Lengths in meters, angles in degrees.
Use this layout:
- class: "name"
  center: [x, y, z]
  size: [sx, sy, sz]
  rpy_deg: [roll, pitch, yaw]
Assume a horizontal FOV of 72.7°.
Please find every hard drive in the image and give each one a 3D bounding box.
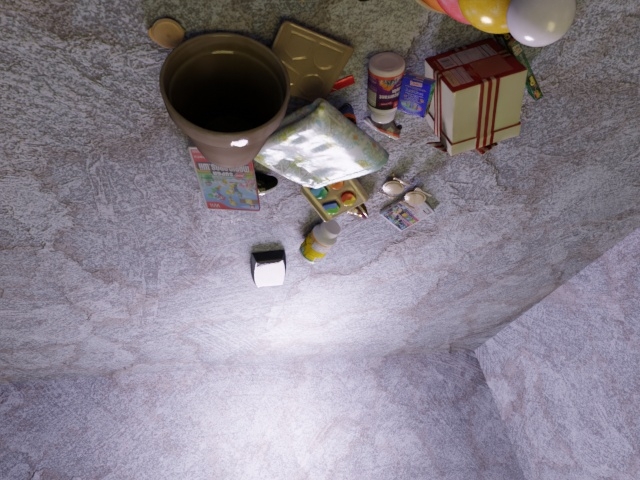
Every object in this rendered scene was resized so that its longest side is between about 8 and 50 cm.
- class: "hard drive"
  center: [-0.247, 0.144, 2.087]
  size: [0.171, 0.054, 0.255]
  rpy_deg: [-5, 144, -10]

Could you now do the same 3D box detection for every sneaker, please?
- class: "sneaker"
  center: [0.127, -0.139, 1.802]
  size: [0.083, 0.070, 0.185]
  rpy_deg: [-30, 133, 22]
- class: "sneaker"
  center: [0.215, -0.401, 1.486]
  size: [0.157, 0.061, 0.065]
  rpy_deg: [15, 110, -35]
- class: "sneaker"
  center: [-0.254, -0.228, 1.542]
  size: [0.216, 0.079, 0.121]
  rpy_deg: [-3, 146, -11]
- class: "sneaker"
  center: [0.047, -0.371, 1.439]
  size: [0.083, 0.087, 0.221]
  rpy_deg: [21, 151, -30]

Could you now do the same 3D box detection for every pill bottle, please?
- class: "pill bottle"
  center: [0.197, -0.461, 1.333]
  size: [0.108, 0.108, 0.194]
  rpy_deg: [-10, 145, -3]
- class: "pill bottle"
  center: [0.000, 0.000, 1.909]
  size: [0.117, 0.118, 0.208]
  rpy_deg: [10, 140, -29]

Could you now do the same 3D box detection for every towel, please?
- class: "towel"
  center: [-0.015, -0.290, 1.418]
  size: [0.374, 0.090, 0.320]
  rpy_deg: [-13, 152, 43]

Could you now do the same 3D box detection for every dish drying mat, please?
- class: "dish drying mat"
  center: [0.065, -0.484, 1.347]
  size: [0.083, 0.008, 0.032]
  rpy_deg: [-19, 144, 9]

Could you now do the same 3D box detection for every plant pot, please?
- class: "plant pot"
  center: [-0.255, -0.352, 1.214]
  size: [0.322, 0.324, 0.280]
  rpy_deg: [-5, 161, -11]

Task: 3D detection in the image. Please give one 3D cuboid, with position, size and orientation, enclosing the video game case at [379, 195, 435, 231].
- class: "video game case"
  center: [0.387, -0.127, 1.937]
  size: [0.183, 0.023, 0.201]
  rpy_deg: [-31, 142, 24]

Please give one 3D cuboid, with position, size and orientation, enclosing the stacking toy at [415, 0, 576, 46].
- class: "stacking toy"
  center: [0.393, -0.562, 0.928]
  size: [0.350, 0.480, 0.351]
  rpy_deg: [-9, 146, -6]

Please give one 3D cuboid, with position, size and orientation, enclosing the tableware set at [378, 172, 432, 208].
- class: "tableware set"
  center: [0.345, -0.206, 1.776]
  size: [0.194, 0.039, 0.128]
  rpy_deg: [22, 148, -18]

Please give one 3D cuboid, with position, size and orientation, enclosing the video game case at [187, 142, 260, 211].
- class: "video game case"
  center: [-0.322, -0.209, 1.493]
  size: [0.203, 0.025, 0.285]
  rpy_deg: [3, 140, 3]

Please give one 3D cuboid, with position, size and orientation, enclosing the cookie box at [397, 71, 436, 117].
- class: "cookie box"
  center: [0.284, -0.431, 1.290]
  size: [0.091, 0.040, 0.107]
  rpy_deg: [25, 141, 18]

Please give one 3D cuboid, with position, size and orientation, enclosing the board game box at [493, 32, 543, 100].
- class: "board game box"
  center: [0.596, -0.543, 1.320]
  size: [0.030, 0.136, 0.259]
  rpy_deg: [-37, 138, 21]

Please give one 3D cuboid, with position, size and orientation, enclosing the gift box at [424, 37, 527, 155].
- class: "gift box"
  center: [0.443, -0.429, 1.346]
  size: [0.276, 0.255, 0.258]
  rpy_deg: [-14, 138, 5]

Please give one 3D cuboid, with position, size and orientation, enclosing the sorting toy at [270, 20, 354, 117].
- class: "sorting toy"
  center: [-0.067, -0.482, 1.289]
  size: [0.228, 0.041, 0.307]
  rpy_deg: [8, 144, -27]

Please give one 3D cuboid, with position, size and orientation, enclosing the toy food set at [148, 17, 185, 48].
- class: "toy food set"
  center: [-0.393, -0.533, 1.123]
  size: [0.083, 0.020, 0.082]
  rpy_deg: [-34, 140, 27]

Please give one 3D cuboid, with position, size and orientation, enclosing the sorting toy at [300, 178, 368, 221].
- class: "sorting toy"
  center: [0.055, -0.179, 1.691]
  size: [0.208, 0.038, 0.193]
  rpy_deg: [-29, 120, 20]
